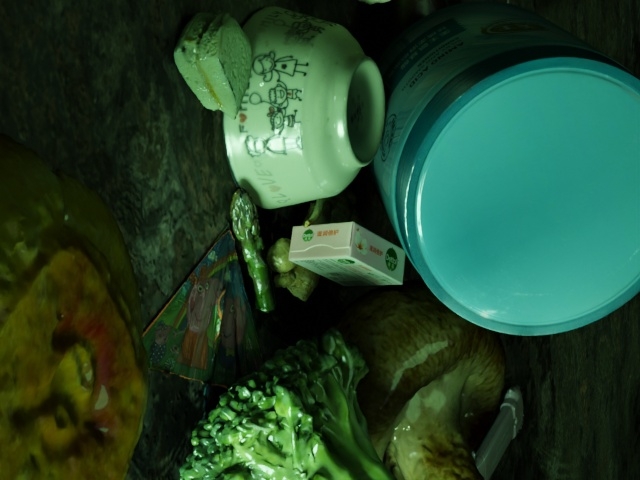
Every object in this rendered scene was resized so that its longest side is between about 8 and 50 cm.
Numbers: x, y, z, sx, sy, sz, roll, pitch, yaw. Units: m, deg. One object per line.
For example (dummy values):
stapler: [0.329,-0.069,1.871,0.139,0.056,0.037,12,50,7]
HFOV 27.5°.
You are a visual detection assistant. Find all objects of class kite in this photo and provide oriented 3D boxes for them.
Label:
kite: [-0.116,0.093,1.428,0.321,0.016,0.234,29,68,-63]

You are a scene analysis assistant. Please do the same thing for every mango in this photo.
mango: [0.119,-0.260,1.774,0.133,0.111,0.268,-40,135,-72]

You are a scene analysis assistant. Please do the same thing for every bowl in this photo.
bowl: [-0.005,-0.151,1.505,0.237,0.126,0.238,3,90,-67]

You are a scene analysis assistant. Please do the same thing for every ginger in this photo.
ginger: [0.000,0.000,1.625,0.193,0.052,0.176,38,48,-47]

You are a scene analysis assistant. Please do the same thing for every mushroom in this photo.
mushroom: [0.124,0.223,1.610,0.334,0.356,0.331,-44,124,-14]
mushroom: [0.019,-0.064,1.617,0.286,0.028,0.026,-63,174,-65]

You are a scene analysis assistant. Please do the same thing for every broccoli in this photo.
broccoli: [-0.015,0.246,1.388,0.288,0.245,0.248,-49,174,-8]

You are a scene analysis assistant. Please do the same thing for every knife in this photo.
knife: [0.305,0.379,2.362,0.398,0.038,0.132,-40,131,-59]

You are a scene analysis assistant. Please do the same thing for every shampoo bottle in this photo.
shampoo bottle: [0.228,-0.102,1.593,0.343,0.331,0.331,-110,-167,-68]

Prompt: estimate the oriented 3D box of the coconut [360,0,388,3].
coconut: [0.054,-0.373,1.543,0.194,0.194,0.194,4,90,-65]

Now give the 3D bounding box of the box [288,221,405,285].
box: [0.033,0.018,1.544,0.125,0.089,0.043,28,65,-53]

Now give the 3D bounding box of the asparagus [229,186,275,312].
asparagus: [-0.077,0.010,1.482,0.036,0.030,0.165,-47,136,-40]

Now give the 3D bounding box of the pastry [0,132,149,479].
pastry: [-0.252,0.095,0.971,0.356,0.163,0.356,0,90,-70]

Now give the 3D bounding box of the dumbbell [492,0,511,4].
dumbbell: [0.288,-0.382,2.067,0.152,0.152,0.218,-25,116,-62]

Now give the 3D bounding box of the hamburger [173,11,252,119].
hamburger: [-0.104,-0.192,1.370,0.121,0.054,0.084,63,34,-52]
